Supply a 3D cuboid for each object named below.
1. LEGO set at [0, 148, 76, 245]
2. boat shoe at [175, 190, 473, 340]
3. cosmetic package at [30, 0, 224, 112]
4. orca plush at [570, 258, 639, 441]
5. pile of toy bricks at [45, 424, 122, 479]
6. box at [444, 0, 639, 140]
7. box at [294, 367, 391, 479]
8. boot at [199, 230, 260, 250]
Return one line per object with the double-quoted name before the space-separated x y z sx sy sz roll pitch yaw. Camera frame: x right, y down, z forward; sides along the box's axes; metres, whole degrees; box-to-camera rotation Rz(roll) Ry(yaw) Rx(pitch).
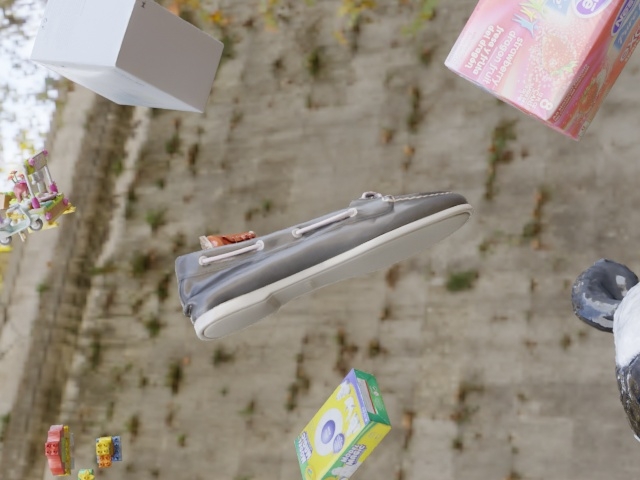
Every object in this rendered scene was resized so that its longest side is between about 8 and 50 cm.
"LEGO set" -0.457 -0.081 1.796 0.287 0.132 0.107 -143 36 -70
"boat shoe" 0.000 0.000 1.272 0.112 0.335 0.095 83 163 -72
"cosmetic package" -0.332 -0.325 2.014 0.224 0.225 0.138 24 -102 -51
"orca plush" 0.180 0.053 0.463 0.287 0.151 0.102 -31 -63 -72
"pile of toy bricks" -0.286 0.332 1.444 0.105 0.118 0.212 77 -172 -77
"box" 0.288 -0.280 1.292 0.300 0.142 0.154 -60 -25 9
"box" 0.022 0.273 1.596 0.043 0.179 0.105 20 -151 -26
"boot" -0.124 0.011 1.661 0.158 0.085 0.059 -27 -81 -88
